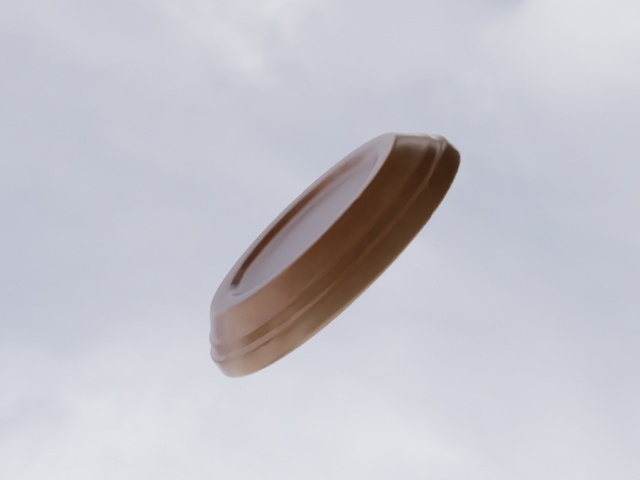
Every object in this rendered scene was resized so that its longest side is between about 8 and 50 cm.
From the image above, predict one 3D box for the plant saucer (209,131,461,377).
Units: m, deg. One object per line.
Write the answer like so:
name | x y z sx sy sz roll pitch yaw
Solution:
plant saucer | 0.000 0.000 0.721 0.037 0.200 0.200 47 -139 -11
